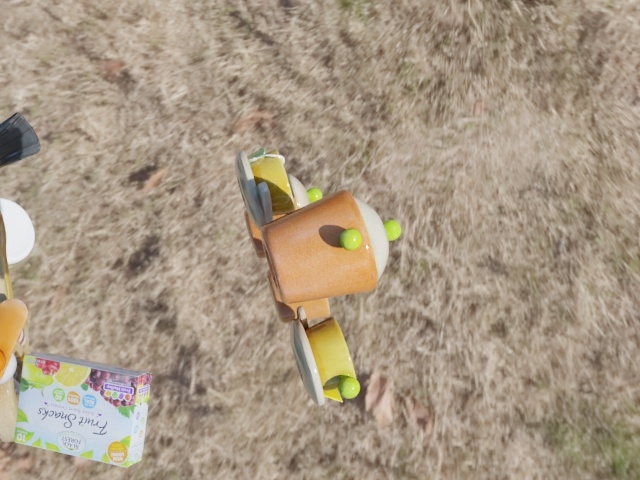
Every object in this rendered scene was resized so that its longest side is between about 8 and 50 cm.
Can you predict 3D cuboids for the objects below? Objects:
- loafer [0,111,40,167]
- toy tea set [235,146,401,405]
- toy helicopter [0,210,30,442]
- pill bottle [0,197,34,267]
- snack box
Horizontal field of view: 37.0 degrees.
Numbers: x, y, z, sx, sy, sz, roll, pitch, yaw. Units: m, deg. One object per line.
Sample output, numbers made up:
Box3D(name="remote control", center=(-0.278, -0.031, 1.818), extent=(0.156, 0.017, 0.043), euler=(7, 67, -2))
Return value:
Box3D(name="loafer", center=(-0.516, -0.135, 1.429), extent=(0.076, 0.223, 0.078), euler=(-15, 103, 34))
Box3D(name="toy tea set", center=(0.000, 0.000, 0.972), extent=(0.124, 0.336, 0.200), euler=(-17, 124, -6))
Box3D(name="toy helicopter", center=(-0.478, 0.126, 1.414), extent=(0.140, 0.235, 0.355), euler=(-6, 98, -3))
Box3D(name="pill bottle", center=(-0.593, 0.015, 1.645), extent=(0.208, 0.117, 0.117), euler=(-25, 102, 39))
Box3D(name="snack box", center=(-0.261, 0.183, 1.048), extent=(0.141, 0.037, 0.100), euler=(8, 94, 16))
